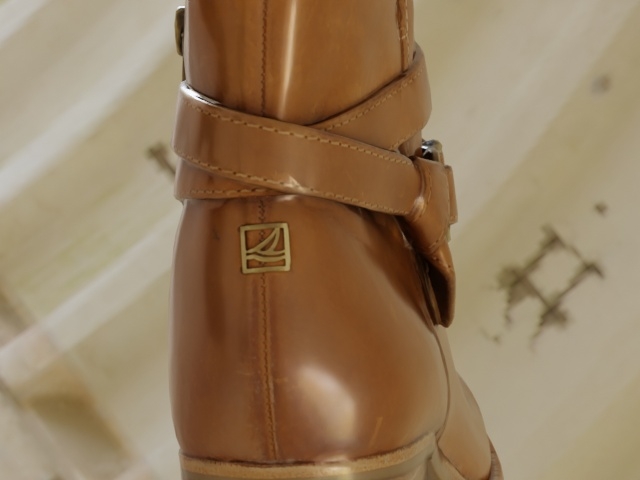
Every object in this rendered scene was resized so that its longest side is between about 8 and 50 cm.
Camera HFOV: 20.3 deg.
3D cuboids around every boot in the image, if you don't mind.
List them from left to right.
[{"bbox_3d":[0.000,0.000,0.611,0.283,0.109,0.220,-43,130,-74],"label":"boot"}]
